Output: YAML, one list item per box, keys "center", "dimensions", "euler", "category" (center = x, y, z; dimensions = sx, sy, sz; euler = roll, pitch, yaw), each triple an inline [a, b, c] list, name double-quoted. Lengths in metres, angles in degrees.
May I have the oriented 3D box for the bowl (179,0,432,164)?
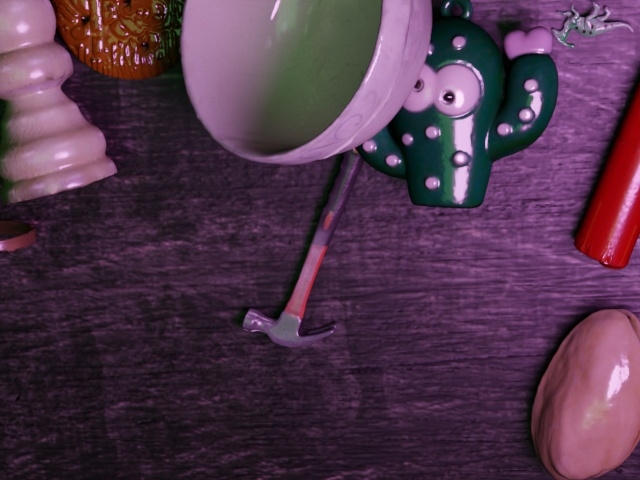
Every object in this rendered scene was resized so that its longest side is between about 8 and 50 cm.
- center: [0.001, -0.227, 1.508]
  dimensions: [0.307, 0.163, 0.307]
  euler: [-9, 78, 43]
  category: "bowl"

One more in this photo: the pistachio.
- center: [0.328, 0.187, 1.641]
  dimensions: [0.136, 0.136, 0.226]
  euler: [17, 101, 3]
  category: "pistachio"

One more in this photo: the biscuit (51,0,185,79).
- center: [-0.229, -0.281, 1.628]
  dimensions: [0.188, 0.027, 0.187]
  euler: [2, 106, 6]
  category: "biscuit"

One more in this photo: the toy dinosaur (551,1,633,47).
- center: [0.307, -0.240, 1.571]
  dimensions: [0.083, 0.021, 0.062]
  euler: [35, 114, 1]
  category: "toy dinosaur"

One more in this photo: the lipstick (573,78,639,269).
- center: [0.369, -0.104, 1.576]
  dimensions: [0.073, 0.073, 0.279]
  euler: [20, 108, 2]
  category: "lipstick"

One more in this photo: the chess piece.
- center: [-0.340, -0.182, 1.621]
  dimensions: [0.144, 0.144, 0.251]
  euler: [-13, 98, 11]
  category: "chess piece"

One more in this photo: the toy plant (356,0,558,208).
- center: [0.142, -0.159, 1.561]
  dimensions: [0.232, 0.112, 0.243]
  euler: [30, 103, 14]
  category: "toy plant"

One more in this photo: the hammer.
- center: [0.000, 0.000, 1.675]
  dimensions: [0.111, 0.033, 0.287]
  euler: [21, 107, 2]
  category: "hammer"

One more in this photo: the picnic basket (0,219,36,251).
- center: [-0.435, -0.001, 1.682]
  dimensions: [0.178, 0.128, 0.137]
  euler: [4, 108, 17]
  category: "picnic basket"
